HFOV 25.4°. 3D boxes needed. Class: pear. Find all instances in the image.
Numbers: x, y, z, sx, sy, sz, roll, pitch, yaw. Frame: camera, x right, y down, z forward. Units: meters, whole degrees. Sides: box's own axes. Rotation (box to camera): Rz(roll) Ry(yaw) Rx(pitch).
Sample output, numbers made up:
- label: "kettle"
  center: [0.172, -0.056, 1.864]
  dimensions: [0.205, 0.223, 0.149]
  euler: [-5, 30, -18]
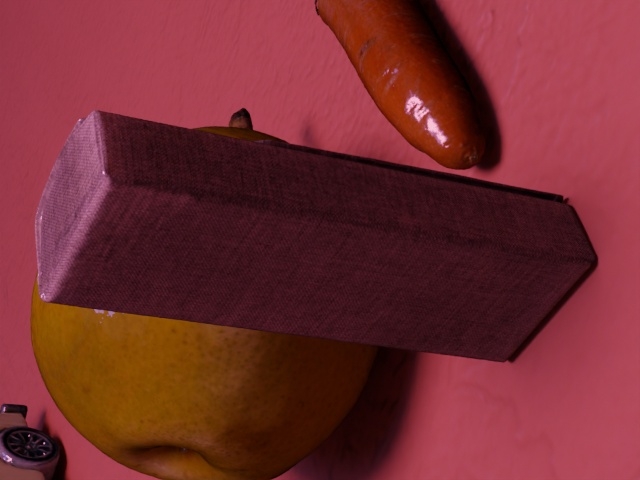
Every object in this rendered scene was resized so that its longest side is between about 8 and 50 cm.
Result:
- label: "pear"
  center: [-0.048, 0.013, 0.699]
  dimensions: [0.180, 0.166, 0.216]
  euler: [120, 170, -57]

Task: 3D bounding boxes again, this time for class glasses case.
- label: "glasses case"
  center: [0.000, 0.000, 0.541]
  dimensions: [0.071, 0.204, 0.047]
  euler: [-55, 36, 40]

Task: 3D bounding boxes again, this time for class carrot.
- label: "carrot"
  center: [0.039, -0.081, 0.660]
  dimensions: [0.048, 0.048, 0.139]
  euler: [-62, 35, 31]

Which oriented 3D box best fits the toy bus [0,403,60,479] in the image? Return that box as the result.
- label: "toy bus"
  center: [-0.259, 0.238, 0.999]
  dimensions: [0.276, 0.164, 0.134]
  euler: [53, 129, 55]
